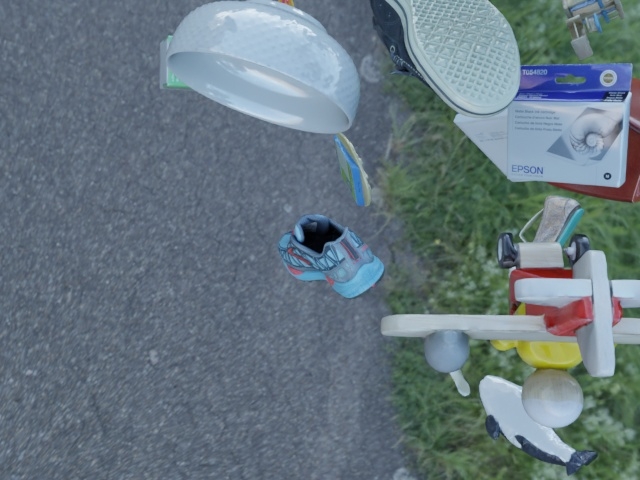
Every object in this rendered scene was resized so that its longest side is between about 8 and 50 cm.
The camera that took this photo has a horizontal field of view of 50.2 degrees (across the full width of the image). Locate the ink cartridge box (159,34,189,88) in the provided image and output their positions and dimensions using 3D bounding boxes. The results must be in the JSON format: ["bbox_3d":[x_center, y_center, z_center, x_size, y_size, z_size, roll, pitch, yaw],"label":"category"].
[{"bbox_3d":[-0.244,-0.429,1.697,0.289,0.211,0.122,0,100,-18],"label":"ink cartridge box"}]

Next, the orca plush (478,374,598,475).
[{"bbox_3d":[0.469,0.406,1.494,0.151,0.287,0.102,-55,135,-14],"label":"orca plush"}]

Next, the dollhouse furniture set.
[{"bbox_3d":[0.720,-0.568,1.781,0.129,0.129,0.184,34,47,-46],"label":"dollhouse furniture set"}]

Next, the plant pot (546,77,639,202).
[{"bbox_3d":[0.786,-0.240,1.754,0.267,0.267,0.236,-14,36,-26],"label":"plant pot"}]

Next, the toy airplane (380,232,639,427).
[{"bbox_3d":[0.339,0.135,0.953,0.384,0.386,0.273,-2,96,-41],"label":"toy airplane"}]

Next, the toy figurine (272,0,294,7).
[{"bbox_3d":[-0.079,-0.574,1.612,0.130,0.173,0.159,-19,119,-18],"label":"toy figurine"}]

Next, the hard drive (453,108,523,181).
[{"bbox_3d":[0.560,-0.275,1.976,0.318,0.210,0.040,36,69,-34],"label":"hard drive"}]

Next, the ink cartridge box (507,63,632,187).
[{"bbox_3d":[0.468,-0.220,1.305,0.045,0.223,0.224,-27,118,-50],"label":"ink cartridge box"}]

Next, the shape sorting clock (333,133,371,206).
[{"bbox_3d":[0.084,-0.184,1.768,0.040,0.206,0.206,-20,74,-6],"label":"shape sorting clock"}]

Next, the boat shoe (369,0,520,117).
[{"bbox_3d":[0.213,-0.371,1.261,0.186,0.156,0.500,-16,49,-9],"label":"boat shoe"}]

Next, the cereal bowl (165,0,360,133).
[{"bbox_3d":[-0.084,-0.308,1.166,0.339,0.339,0.141,19,84,-22],"label":"cereal bowl"}]

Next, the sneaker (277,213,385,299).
[{"bbox_3d":[0.000,0.000,1.108,0.104,0.262,0.125,-43,118,-19],"label":"sneaker"}]

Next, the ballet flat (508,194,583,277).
[{"bbox_3d":[0.522,0.032,1.666,0.106,0.316,0.107,33,16,29],"label":"ballet flat"}]
